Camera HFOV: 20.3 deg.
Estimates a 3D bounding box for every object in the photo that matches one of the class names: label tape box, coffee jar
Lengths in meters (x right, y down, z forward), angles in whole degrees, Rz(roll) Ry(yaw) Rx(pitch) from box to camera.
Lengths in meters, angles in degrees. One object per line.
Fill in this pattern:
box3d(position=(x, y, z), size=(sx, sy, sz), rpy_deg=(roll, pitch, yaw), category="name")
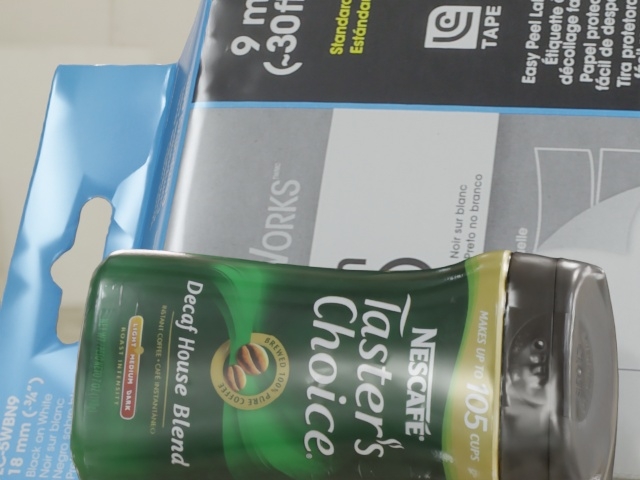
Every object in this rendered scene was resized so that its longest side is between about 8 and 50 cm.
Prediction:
box3d(position=(0.000, 0.000, 0.787), size=(0.333, 0.241, 0.106), rpy_deg=(2, -26, 13), category="label tape box")
box3d(position=(0.011, 0.052, 0.623), size=(0.184, 0.096, 0.079), rpy_deg=(0, -19, 12), category="coffee jar")
